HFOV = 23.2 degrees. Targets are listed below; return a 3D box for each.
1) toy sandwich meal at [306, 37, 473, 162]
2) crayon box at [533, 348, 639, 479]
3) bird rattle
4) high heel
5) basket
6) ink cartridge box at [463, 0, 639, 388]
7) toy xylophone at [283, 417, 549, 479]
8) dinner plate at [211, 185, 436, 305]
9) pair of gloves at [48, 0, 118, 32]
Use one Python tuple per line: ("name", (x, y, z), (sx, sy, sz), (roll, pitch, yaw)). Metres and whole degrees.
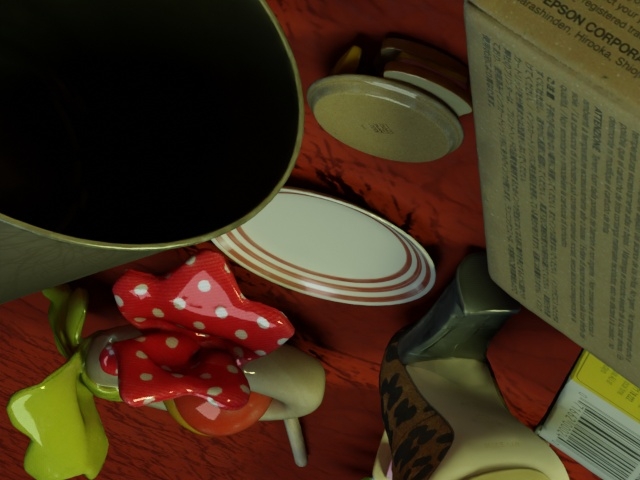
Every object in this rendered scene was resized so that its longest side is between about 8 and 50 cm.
("toy sandwich meal", (0.033, -0.066, 0.733), (0.085, 0.029, 0.085), (16, 160, 6))
("crayon box", (0.277, 0.134, 0.804), (0.318, 0.081, 0.202), (35, 159, 12))
("bird rattle", (-0.089, 0.078, 1.057), (0.207, 0.143, 0.253), (17, 152, -39))
("high heel", (0.075, 0.157, 0.903), (0.093, 0.261, 0.186), (7, 155, -8))
("basket", (-0.147, -0.049, 0.696), (0.204, 0.154, 0.227), (23, 157, -21))
("ink cartridge box", (0.159, -0.009, 0.611), (0.193, 0.088, 0.235), (36, 163, 23))
("toy xylophone", (0.071, 0.202, 1.206), (0.236, 0.081, 0.323), (11, 155, 15))
("dinner plate", (0.000, 0.000, 0.906), (0.141, 0.017, 0.141), (15, 156, 7))
("pair of gloves", (-0.141, -0.126, 0.731), (0.198, 0.023, 0.159), (12, 153, 11))
